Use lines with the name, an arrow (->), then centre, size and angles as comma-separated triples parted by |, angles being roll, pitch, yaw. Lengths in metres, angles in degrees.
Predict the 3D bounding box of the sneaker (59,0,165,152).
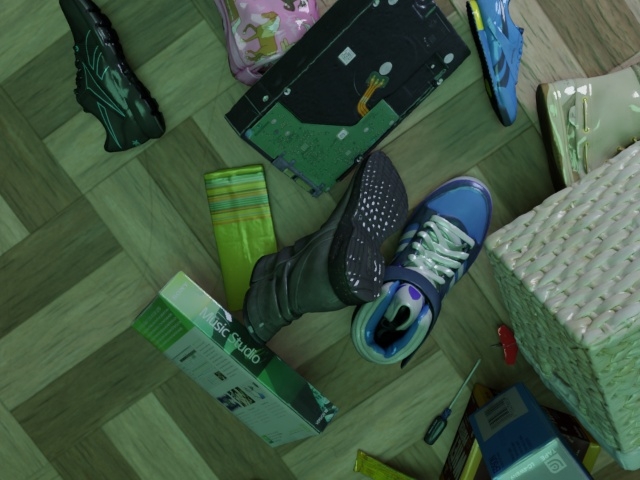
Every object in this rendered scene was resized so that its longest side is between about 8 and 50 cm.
sneaker -> -0.348, -0.263, 1.516 | 0.106, 0.101, 0.267 | -27, 98, 8

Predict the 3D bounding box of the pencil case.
pencil case -> -0.117, -0.435, 1.452 | 0.167, 0.160, 0.386 | -19, 99, 7

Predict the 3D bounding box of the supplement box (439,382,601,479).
supplement box -> 0.321, 0.367, 1.590 | 0.194, 0.129, 0.191 | 19, 100, -2

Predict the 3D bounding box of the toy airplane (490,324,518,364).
toy airplane -> 0.355, 0.157, 1.605 | 0.151, 0.028, 0.151 | 0, 98, 2

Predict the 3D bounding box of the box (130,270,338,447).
box -> -0.143, 0.196, 1.529 | 0.322, 0.232, 0.058 | 41, 63, -6

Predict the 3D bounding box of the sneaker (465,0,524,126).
sneaker -> 0.290, -0.285, 1.513 | 0.082, 0.069, 0.209 | -15, 99, 0

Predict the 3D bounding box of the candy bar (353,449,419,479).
candy bar -> 0.127, 0.401, 1.626 | 0.161, 0.018, 0.040 | 20, 101, 24

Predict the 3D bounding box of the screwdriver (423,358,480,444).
screwdriver -> 0.224, 0.272, 1.630 | 0.024, 0.025, 0.170 | 31, 100, -4

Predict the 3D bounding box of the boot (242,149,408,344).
boot -> 0.000, 0.000, 1.486 | 0.222, 0.338, 0.118 | -23, 114, 32

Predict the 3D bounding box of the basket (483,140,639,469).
basket -> 0.453, 0.080, 1.388 | 0.331, 0.328, 0.266 | -32, 124, -1

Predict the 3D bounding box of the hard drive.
hard drive -> 0.046, -0.237, 1.459 | 0.339, 0.237, 0.064 | -45, 51, 8

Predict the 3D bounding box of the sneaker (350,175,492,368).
sneaker -> 0.165, 0.053, 1.487 | 0.130, 0.236, 0.323 | 37, 99, -5

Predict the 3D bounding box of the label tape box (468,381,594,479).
label tape box -> 0.367, 0.401, 1.402 | 0.115, 0.249, 0.348 | -34, 97, 6

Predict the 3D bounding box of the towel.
towel -> -0.123, -0.003, 1.596 | 0.102, 0.021, 0.237 | -8, 100, 8

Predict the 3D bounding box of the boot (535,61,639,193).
boot -> 0.463, -0.141, 1.524 | 0.203, 0.095, 0.262 | -14, 96, 2
